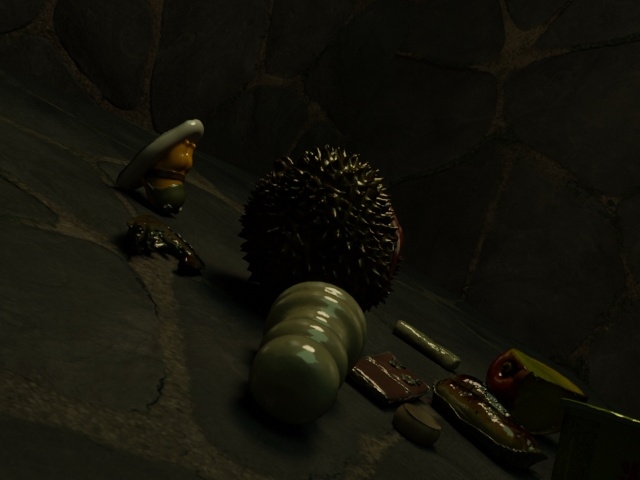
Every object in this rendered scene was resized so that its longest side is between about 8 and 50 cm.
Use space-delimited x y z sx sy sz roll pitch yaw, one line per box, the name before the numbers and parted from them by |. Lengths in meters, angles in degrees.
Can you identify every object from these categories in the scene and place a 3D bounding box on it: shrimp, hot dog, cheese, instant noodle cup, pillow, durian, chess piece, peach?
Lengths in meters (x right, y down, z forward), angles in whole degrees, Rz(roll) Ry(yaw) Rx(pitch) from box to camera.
shrimp | -0.295 0.013 1.456 0.173 0.058 0.253 37 4 -11
hot dog | 0.329 0.349 1.501 0.162 0.082 0.270 22 12 -42
cheese | 0.274 0.269 1.965 0.194 0.043 0.065 33 9 22
instant noodle cup | 0.434 0.368 1.004 0.311 0.221 0.311 21 -7 3
pillow | 0.125 0.261 1.441 0.126 0.043 0.232 35 9 25
durian | 0.005 -0.003 1.551 0.384 0.347 0.347 58 -3 -21
chess piece | 0.163 0.310 1.282 0.083 0.038 0.083 30 5 -3
chess piece | -0.022 0.174 1.117 0.167 0.167 0.300 30 14 0
peach | 0.487 0.354 1.765 0.267 0.159 0.154 23 21 -32

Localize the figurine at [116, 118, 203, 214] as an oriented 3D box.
figurine | -0.347 -0.160 1.818 0.141 0.250 0.166 51 8 12
